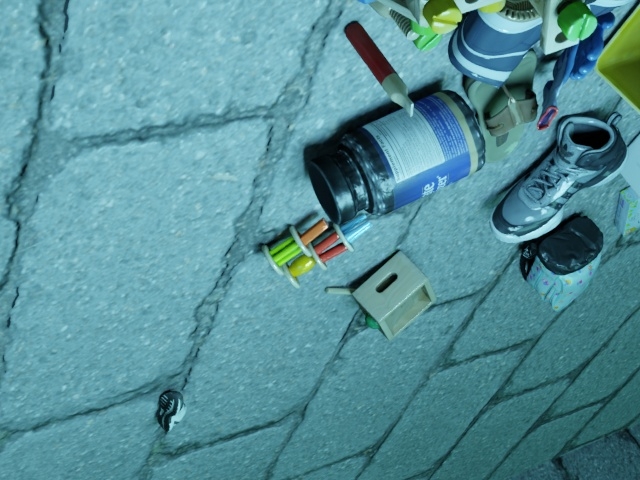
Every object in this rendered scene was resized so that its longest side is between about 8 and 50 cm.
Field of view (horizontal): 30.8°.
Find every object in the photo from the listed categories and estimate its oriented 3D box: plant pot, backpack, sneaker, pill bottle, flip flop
[{"bbox_3d":[0.569,-0.275,1.692,0.187,0.212,0.212,-24,156,-46],"label":"plant pot"},{"bbox_3d":[0.456,0.050,2.208,0.152,0.115,0.182,-25,156,-18],"label":"backpack"},{"bbox_3d":[0.379,-0.111,1.873,0.268,0.101,0.153,-36,153,-5],"label":"sneaker"},{"bbox_3d":[0.100,-0.107,1.555,0.219,0.123,0.123,-25,153,-12],"label":"pill bottle"},{"bbox_3d":[0.266,-0.181,1.649,0.112,0.080,0.277,-27,153,-9],"label":"flip flop"},{"bbox_3d":[0.280,-0.285,1.472,0.282,0.099,0.153,-21,159,-32],"label":"sneaker"},{"bbox_3d":[-0.246,0.279,1.956,0.043,0.040,0.109,-34,162,-34],"label":"sneaker"}]

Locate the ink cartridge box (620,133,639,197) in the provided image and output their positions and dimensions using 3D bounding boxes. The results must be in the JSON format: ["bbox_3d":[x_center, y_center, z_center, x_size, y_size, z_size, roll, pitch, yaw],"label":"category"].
[{"bbox_3d":[0.696,-0.196,2.018,0.223,0.129,0.307,-8,146,-40],"label":"ink cartridge box"}]

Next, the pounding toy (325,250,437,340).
[{"bbox_3d":[0.103,0.091,1.950,0.141,0.100,0.130,-41,154,-5],"label":"pounding toy"}]

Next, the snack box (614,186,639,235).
[{"bbox_3d":[0.627,-0.073,2.260,0.100,0.037,0.141,-28,153,-4],"label":"snack box"}]

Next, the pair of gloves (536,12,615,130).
[{"bbox_3d":[0.350,-0.247,1.580,0.159,0.023,0.198,-67,-175,-36],"label":"pair of gloves"}]

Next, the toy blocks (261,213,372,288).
[{"bbox_3d":[0.000,0.000,1.709,0.148,0.054,0.123,-34,154,6],"label":"toy blocks"}]

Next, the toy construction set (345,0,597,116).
[{"bbox_3d":[0.155,-0.253,1.234,0.257,0.237,0.309,-12,148,-34],"label":"toy construction set"}]
